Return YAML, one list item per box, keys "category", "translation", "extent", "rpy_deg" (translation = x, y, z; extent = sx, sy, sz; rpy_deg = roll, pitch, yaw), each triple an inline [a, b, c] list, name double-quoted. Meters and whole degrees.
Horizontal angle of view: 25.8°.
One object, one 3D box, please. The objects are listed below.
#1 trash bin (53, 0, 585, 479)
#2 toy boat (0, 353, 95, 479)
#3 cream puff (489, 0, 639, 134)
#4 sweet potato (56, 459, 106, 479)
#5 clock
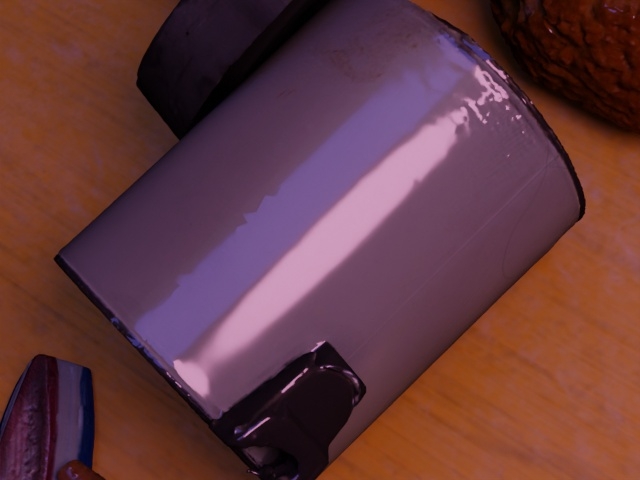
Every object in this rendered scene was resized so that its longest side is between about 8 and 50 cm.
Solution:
- category: "trash bin"
  translation: [0.000, 0.000, 0.888]
  extent: [0.262, 0.217, 0.277]
  rpy_deg: [-43, 35, -7]
- category: "toy boat"
  translation: [-0.201, 0.187, 0.954]
  extent: [0.080, 0.046, 0.229]
  rpy_deg: [0, 63, 12]
- category: "cream puff"
  translation: [0.256, -0.228, 0.930]
  extent: [0.303, 0.212, 0.303]
  rpy_deg: [-6, 59, 10]
- category: "sweet potato"
  translation: [-0.083, 0.251, 0.857]
  extent: [0.072, 0.066, 0.314]
  rpy_deg: [-50, 47, 7]
- category: "clock"
  translation: [-0.011, -0.178, 0.944]
  extent: [0.280, 0.280, 0.055]
  rpy_deg: [-44, 89, -8]
